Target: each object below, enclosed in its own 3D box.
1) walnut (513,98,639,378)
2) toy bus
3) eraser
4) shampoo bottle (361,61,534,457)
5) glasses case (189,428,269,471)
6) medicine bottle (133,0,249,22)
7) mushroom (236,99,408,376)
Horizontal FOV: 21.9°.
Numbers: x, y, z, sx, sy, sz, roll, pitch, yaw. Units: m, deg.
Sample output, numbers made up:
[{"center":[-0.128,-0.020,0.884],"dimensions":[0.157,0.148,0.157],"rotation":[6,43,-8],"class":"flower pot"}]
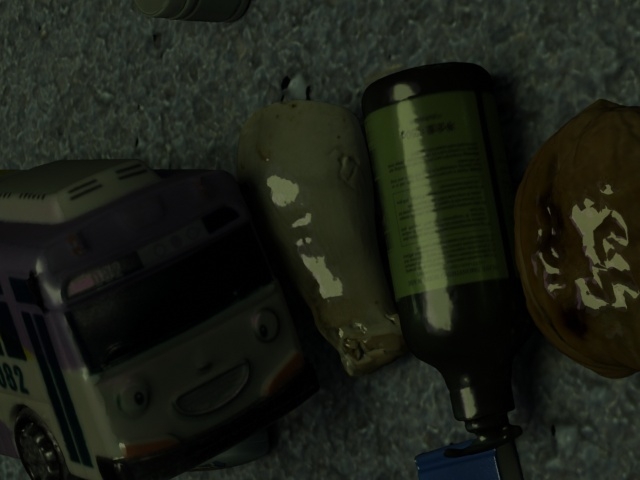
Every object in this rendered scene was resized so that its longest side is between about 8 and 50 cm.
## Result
[{"center":[0.202,-0.004,1.088],"dimensions":[0.155,0.155,0.184],"rotation":[-16,86,46],"class":"walnut"},{"center":[-0.222,0.057,1.420],"dimensions":[0.440,0.209,0.249],"rotation":[4,114,53],"class":"toy bus"},{"center":[0.115,0.186,1.271],"dimensions":[0.084,0.027,0.063],"rotation":[-22,78,45],"class":"eraser"},{"center":[0.101,0.015,1.223],"dimensions":[0.101,0.101,0.284],"rotation":[-17,81,46],"class":"shampoo bottle"},{"center":[-0.119,0.185,1.487],"dimensions":[0.178,0.067,0.045],"rotation":[-11,83,46],"class":"glasses case"},{"center":[-0.112,-0.220,1.436],"dimensions":[0.058,0.091,0.058],"rotation":[4,95,46],"class":"medicine bottle"},{"center":[0.000,0.000,1.335],"dimensions":[0.116,0.093,0.225],"rotation":[-21,74,30],"class":"mushroom"}]
